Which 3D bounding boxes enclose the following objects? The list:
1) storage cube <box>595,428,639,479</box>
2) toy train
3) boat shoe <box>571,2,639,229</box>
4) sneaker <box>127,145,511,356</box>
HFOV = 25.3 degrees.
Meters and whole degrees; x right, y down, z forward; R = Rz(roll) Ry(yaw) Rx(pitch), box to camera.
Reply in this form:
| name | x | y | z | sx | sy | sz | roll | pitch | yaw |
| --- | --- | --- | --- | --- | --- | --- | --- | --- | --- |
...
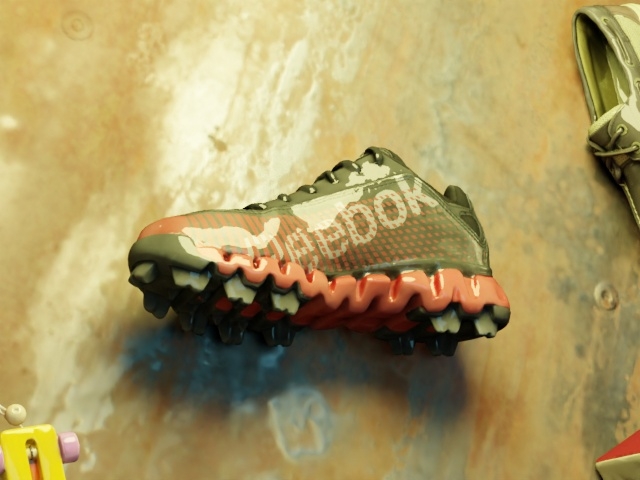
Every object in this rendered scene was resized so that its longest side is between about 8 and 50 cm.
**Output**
| name | x | y | z | sx | sy | sz | roll | pitch | yaw |
| --- | --- | --- | --- | --- | --- | --- | --- | --- | --- |
| storage cube | 0.352 | 0.176 | 1.011 | 0.193 | 0.215 | 0.184 | -28 | 88 | -26 |
| toy train | -0.211 | 0.142 | 0.823 | 0.125 | 0.046 | 0.166 | 21 | 61 | -19 |
| boat shoe | 0.243 | -0.087 | 1.124 | 0.073 | 0.080 | 0.223 | 1 | 67 | -22 |
| sneaker | 0.000 | 0.000 | 0.951 | 0.276 | 0.097 | 0.135 | 6 | 70 | -28 |
